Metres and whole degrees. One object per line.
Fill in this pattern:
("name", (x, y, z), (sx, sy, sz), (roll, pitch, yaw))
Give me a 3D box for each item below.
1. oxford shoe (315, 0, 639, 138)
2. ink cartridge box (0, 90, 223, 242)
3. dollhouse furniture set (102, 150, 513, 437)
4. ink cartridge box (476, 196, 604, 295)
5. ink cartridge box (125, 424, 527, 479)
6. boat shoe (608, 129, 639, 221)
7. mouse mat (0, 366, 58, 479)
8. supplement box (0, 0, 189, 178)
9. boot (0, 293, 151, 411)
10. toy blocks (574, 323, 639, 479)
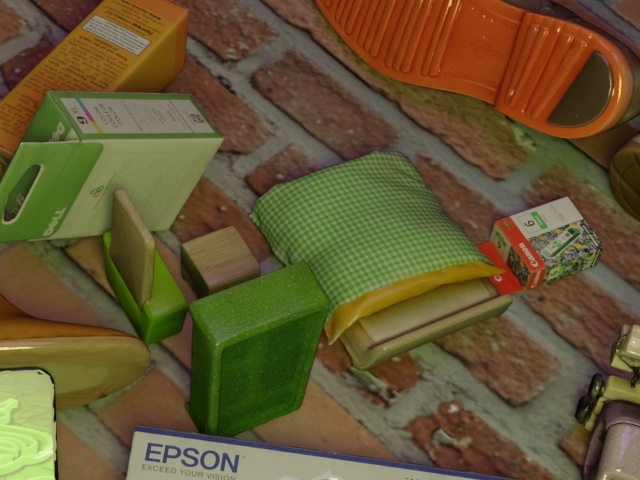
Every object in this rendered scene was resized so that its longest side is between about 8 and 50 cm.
("oxford shoe", (0.146, -0.196, 1.522), (0.363, 0.130, 0.132), (34, 21, 25))
("ink cartridge box", (-0.189, -0.060, 1.289), (0.209, 0.109, 0.062), (-6, 50, -48))
("dollhouse furniture set", (0.000, 0.000, 1.292), (0.301, 0.151, 0.197), (-21, 58, -22))
("ink cartridge box", (0.180, 0.008, 1.398), (0.115, 0.029, 0.063), (-18, 56, -22))
("ink cartridge box", (-0.008, 0.293, 1.120), (0.303, 0.072, 0.307), (9, 49, -1))
("boat shoe", (0.426, -0.018, 1.406), (0.342, 0.123, 0.123), (29, 54, 21))
("mouse mat", (-0.283, 0.171, 1.155), (0.189, 0.007, 0.153), (-2, 86, -12))
("supplement box", (-0.208, -0.127, 1.412), (0.080, 0.078, 0.233), (26, 52, 12))
("boot", (-0.288, 0.032, 1.256), (0.295, 0.104, 0.211), (-5, 53, -8))
("toy blocks", (0.352, 0.180, 1.122), (0.309, 0.288, 0.260), (17, 46, 0))
